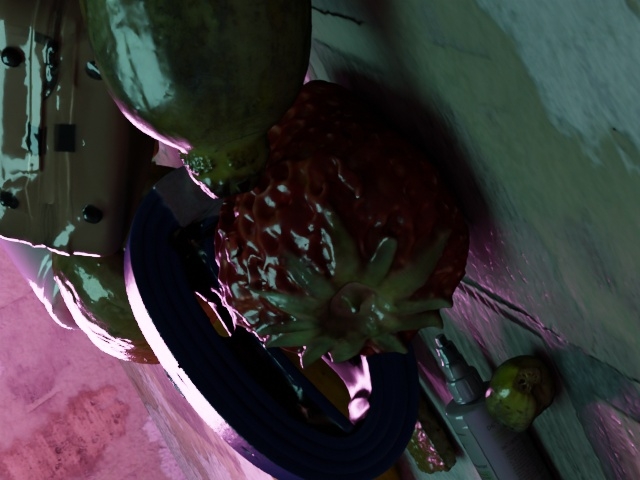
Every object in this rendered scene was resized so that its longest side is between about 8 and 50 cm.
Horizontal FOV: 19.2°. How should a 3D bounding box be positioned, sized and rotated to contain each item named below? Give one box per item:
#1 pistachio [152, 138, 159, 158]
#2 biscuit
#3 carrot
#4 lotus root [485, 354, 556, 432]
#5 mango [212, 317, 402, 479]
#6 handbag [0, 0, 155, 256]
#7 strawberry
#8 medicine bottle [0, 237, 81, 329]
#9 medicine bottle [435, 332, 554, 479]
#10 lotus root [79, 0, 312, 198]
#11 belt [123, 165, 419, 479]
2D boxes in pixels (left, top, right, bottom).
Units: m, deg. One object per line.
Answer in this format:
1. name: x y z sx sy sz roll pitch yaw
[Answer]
1. pistachio: -0.281 -0.168 2.307 0.200 0.117 0.145 54 146 10
2. biscuit: 0.066 0.140 1.955 0.231 0.025 0.131 57 168 1
3. carrot: -0.213 0.035 2.300 0.224 0.224 0.340 55 166 9
4. lotus root: 0.159 0.124 1.517 0.049 0.054 0.099 42 162 20
5. mango: -0.009 0.219 2.170 0.359 0.144 0.187 55 180 -16
6. handbag: -0.233 -0.164 1.868 0.283 0.149 0.302 -73 -10 -57
7. strawberry: 0.002 -0.031 1.488 0.205 0.205 0.244 73 -179 -49
8. medicine bottle: -0.369 -0.053 2.684 0.325 0.212 0.212 50 165 28
9. medicine bottle: 0.148 0.165 1.646 0.199 0.058 0.057 61 167 -16
10. lotus root: -0.084 -0.183 1.356 0.173 0.173 0.309 -173 74 -73
11. belt: -0.045 0.081 1.819 0.347 0.212 0.117 53 168 3
